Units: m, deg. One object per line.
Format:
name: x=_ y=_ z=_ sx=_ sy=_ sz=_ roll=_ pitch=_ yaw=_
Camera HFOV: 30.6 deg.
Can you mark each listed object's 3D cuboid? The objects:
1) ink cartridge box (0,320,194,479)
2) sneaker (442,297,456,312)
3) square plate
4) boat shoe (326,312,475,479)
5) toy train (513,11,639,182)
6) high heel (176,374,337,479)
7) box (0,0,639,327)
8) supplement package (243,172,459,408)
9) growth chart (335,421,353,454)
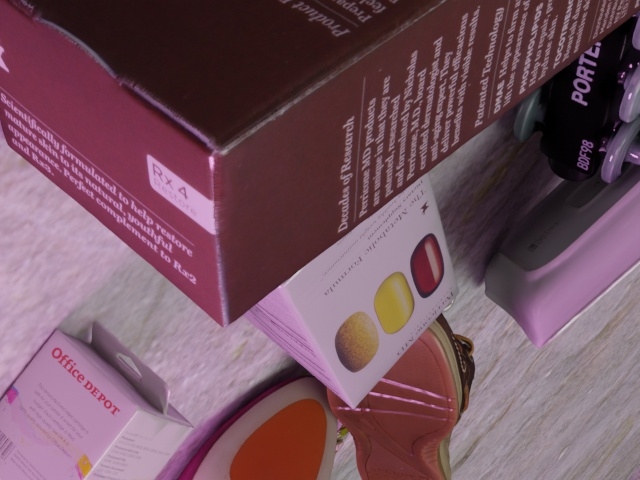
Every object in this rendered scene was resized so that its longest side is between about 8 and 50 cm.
ink cartridge box: x=-0.166 y=0.138 z=0.815 sx=0.143 sy=0.092 sz=0.090 roll=-51 pitch=154 yaw=-2
sneaker: x=0.075 y=0.033 z=1.083 sx=0.071 sy=0.083 sz=0.190 roll=-57 pitch=152 yaw=12
square plate: x=0.306 y=-0.051 z=1.194 sx=0.344 sy=0.049 sz=0.347 roll=-43 pitch=-175 yaw=4
boat shoe: x=0.088 y=0.134 z=1.117 sx=0.342 sy=0.123 sz=0.123 roll=76 pitch=28 yaw=-52
toy train: x=0.277 y=-0.200 z=1.073 sx=0.190 sy=0.142 sz=0.334 roll=-49 pitch=155 yaw=-28
high heel: x=-0.129 y=0.278 z=1.090 sx=0.377 sy=0.127 sz=0.181 roll=-49 pitch=-165 yaw=-27
box: x=0.021 y=-0.144 z=0.661 sx=0.381 sy=0.191 sz=0.143 roll=-35 pitch=149 yaw=-30
supplement package: x=0.000 y=0.000 z=0.864 sx=0.139 sy=0.134 sz=0.244 roll=-47 pitch=153 yaw=-11
growth chart: x=0.019 y=0.205 z=1.235 sx=0.237 sy=0.021 sz=0.172 roll=-36 pitch=158 yaw=-21
